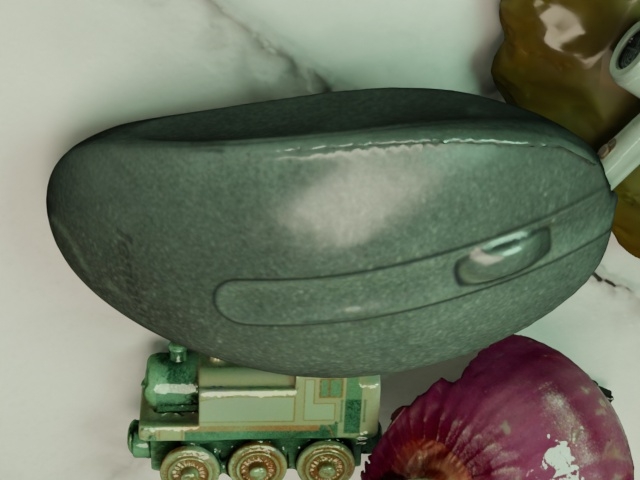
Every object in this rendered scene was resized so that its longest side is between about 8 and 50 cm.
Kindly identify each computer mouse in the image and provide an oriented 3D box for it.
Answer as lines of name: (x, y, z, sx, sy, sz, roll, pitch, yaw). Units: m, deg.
computer mouse: (0.000, 0.003, 0.898, 0.374, 0.114, 0.203, -2, 128, 12)

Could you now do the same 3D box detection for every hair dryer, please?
hair dryer: (0.198, -0.071, 0.883, 0.082, 0.047, 0.137, 27, 131, -16)

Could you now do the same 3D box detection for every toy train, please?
toy train: (-0.049, 0.126, 1.059, 0.194, 0.080, 0.125, 0, 118, -5)

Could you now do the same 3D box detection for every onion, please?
onion: (0.137, 0.186, 1.035, 0.207, 0.200, 0.200, -46, 121, 3)

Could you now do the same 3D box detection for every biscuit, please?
biscuit: (0.283, -0.106, 0.919, 0.329, 0.078, 0.335, -13, 125, 8)

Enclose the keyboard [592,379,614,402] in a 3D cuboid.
keyboard: (0.162, 0.179, 1.159, 0.060, 0.018, 0.195, 27, 120, -16)
